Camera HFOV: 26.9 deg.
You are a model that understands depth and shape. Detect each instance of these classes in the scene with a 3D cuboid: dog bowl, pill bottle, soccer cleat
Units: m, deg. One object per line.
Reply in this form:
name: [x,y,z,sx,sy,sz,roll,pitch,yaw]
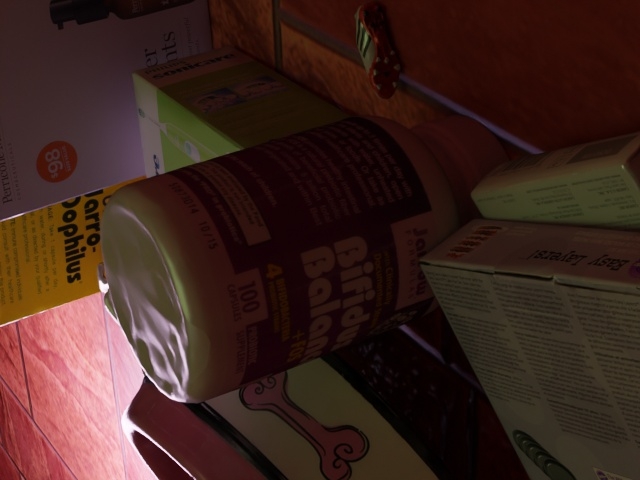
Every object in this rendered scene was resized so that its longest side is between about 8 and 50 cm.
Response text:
dog bowl: [-0.018,0.236,1.221,0.408,0.150,0.408,42,163,16]
pill bottle: [0.000,0.000,1.025,0.169,0.301,0.169,42,142,45]
soccer cleat: [0.047,-0.161,1.141,0.035,0.029,0.083,174,81,-71]

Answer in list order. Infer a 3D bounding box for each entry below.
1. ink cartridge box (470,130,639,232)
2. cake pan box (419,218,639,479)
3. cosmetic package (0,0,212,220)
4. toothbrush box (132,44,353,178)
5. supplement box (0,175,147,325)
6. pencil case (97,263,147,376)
ink cartridge box: [0.222,0.036,0.939,0.225,0.056,0.181,56,155,-12]
cake pan box: [0.207,0.106,0.905,0.246,0.070,0.267,59,157,-18]
cosmetic package: [-0.259,-0.237,1.376,0.097,0.284,0.377,33,135,51]
toothbrush box: [-0.063,-0.046,1.313,0.283,0.122,0.206,34,137,49]
supplement box: [-0.362,-0.044,1.610,0.194,0.356,0.195,47,145,40]
pencil case: [-0.110,0.197,1.494,0.160,0.183,0.410,-34,76,64]
